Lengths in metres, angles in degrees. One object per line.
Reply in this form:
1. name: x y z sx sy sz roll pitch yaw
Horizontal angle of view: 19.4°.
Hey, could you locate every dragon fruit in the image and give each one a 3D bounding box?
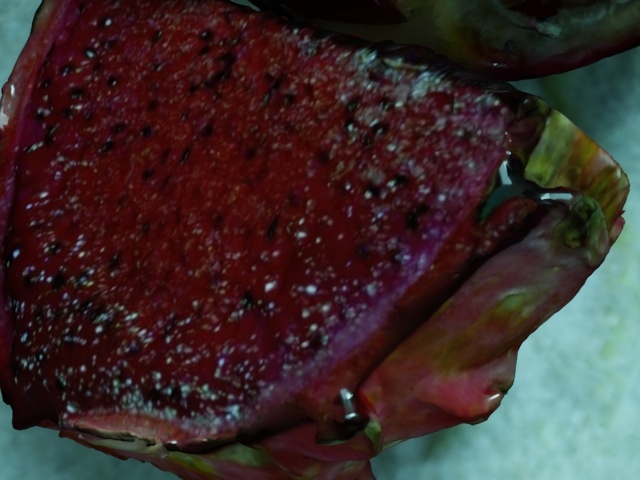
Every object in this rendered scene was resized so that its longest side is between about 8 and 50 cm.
1. dragon fruit: 0.000 0.000 0.620 0.189 0.163 0.262 -7 17 -37

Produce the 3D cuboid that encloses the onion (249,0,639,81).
1. onion: 0.056 -0.205 0.669 0.314 0.232 0.314 0 85 5
